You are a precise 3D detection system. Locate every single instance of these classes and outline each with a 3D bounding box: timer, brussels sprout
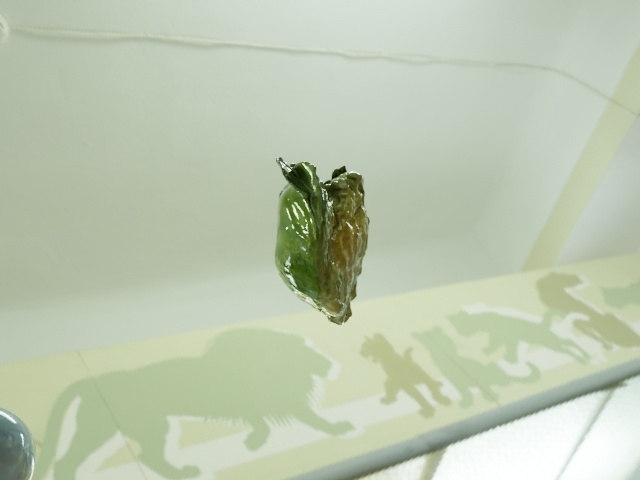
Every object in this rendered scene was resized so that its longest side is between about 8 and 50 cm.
[{"bbox_3d":[-0.491,0.299,1.055,0.175,0.175,0.255,-37,-16,-8],"label":"timer"},{"bbox_3d":[-0.003,0.001,0.817,0.101,0.139,0.180,8,-61,8],"label":"brussels sprout"}]
